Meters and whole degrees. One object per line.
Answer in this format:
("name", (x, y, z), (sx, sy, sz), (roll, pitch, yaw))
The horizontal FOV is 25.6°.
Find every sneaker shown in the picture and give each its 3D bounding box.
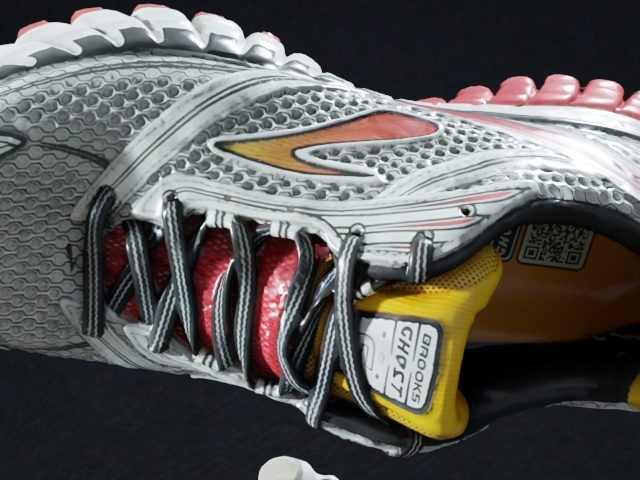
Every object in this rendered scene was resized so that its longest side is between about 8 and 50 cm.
("sneaker", (0.000, 0.000, 0.336), (0.225, 0.093, 0.088), (0, -60, -8))

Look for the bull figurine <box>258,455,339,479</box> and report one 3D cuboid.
("bull figurine", (-0.075, 0.169, 0.657), (0.310, 0.188, 0.101), (-11, -118, 25))
